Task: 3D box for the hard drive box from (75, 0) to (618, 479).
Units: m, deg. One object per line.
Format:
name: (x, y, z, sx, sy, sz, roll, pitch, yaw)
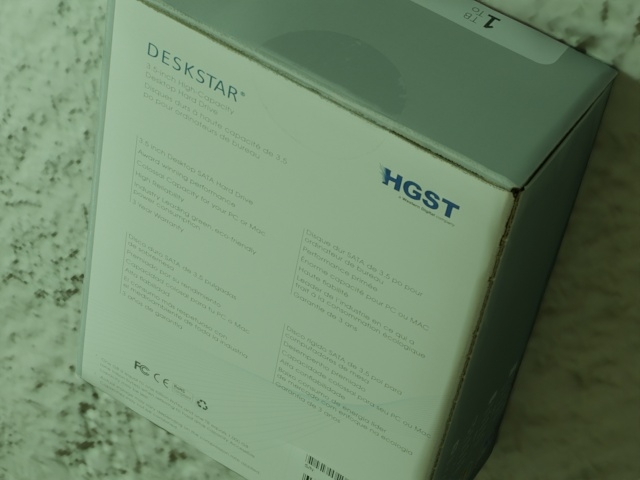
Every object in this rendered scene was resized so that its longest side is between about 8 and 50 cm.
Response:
hard drive box: (0.000, 0.000, 0.790, 0.181, 0.089, 0.232, 29, 137, 16)
